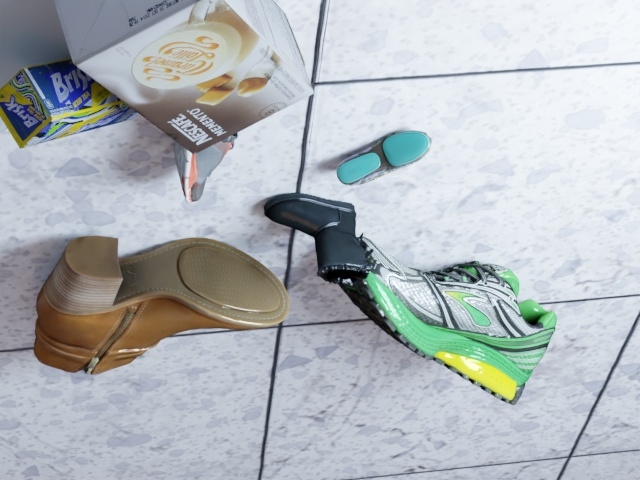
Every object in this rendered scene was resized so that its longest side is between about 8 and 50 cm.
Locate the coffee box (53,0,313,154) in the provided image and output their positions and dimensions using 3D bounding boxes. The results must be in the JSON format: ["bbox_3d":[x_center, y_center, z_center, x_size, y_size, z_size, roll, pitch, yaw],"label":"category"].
[{"bbox_3d":[-0.120,-0.183,1.474,0.141,0.098,0.246,-25,158,11],"label":"coffee box"}]

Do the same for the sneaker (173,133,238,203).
[{"bbox_3d":[-0.117,-0.093,1.713,0.065,0.061,0.158,-9,149,-13],"label":"sneaker"}]

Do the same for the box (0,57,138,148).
[{"bbox_3d":[-0.227,-0.136,1.537,0.054,0.059,0.169,-36,173,33],"label":"box"}]

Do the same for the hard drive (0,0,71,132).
[{"bbox_3d":[-0.290,-0.220,1.481,0.203,0.040,0.307,20,137,-38],"label":"hard drive"}]

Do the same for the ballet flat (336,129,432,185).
[{"bbox_3d":[0.073,-0.092,1.794,0.114,0.041,0.041,-22,146,18],"label":"ballet flat"}]

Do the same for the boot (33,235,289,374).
[{"bbox_3d":[-0.197,0.098,1.939,0.283,0.109,0.220,5,144,-19],"label":"boot"}]

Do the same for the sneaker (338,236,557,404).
[{"bbox_3d":[0.152,0.071,2.017,0.343,0.134,0.146,29,95,-37],"label":"sneaker"}]

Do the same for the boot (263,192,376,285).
[{"bbox_3d":[-0.001,0.000,1.852,0.121,0.099,0.045,6,143,-25],"label":"boot"}]
